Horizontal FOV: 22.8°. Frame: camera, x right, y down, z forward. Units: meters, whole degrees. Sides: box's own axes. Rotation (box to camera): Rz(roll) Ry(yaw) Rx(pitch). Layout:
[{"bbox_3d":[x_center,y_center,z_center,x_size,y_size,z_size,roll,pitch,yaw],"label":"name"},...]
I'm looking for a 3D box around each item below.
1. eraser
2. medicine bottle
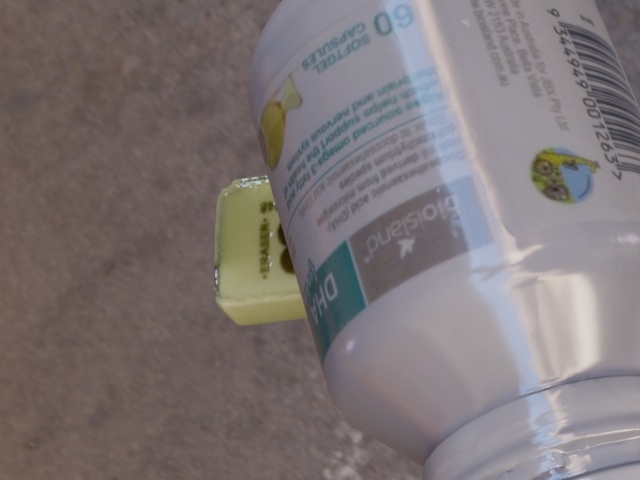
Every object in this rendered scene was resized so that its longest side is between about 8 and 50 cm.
[{"bbox_3d":[0.000,0.000,1.287,0.172,0.058,0.117,-8,66,19],"label":"eraser"},{"bbox_3d":[0.060,0.009,0.551,0.135,0.135,0.215,-23,62,13],"label":"medicine bottle"}]
